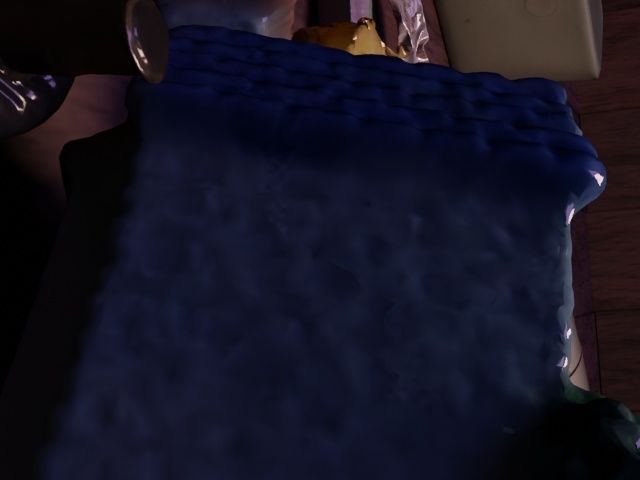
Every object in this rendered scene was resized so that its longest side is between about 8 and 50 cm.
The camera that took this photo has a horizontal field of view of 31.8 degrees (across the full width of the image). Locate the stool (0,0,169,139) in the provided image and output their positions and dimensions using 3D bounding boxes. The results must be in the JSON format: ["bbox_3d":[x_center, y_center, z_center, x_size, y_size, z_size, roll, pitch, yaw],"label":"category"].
[{"bbox_3d":[-0.122,-0.085,0.373,0.153,0.139,0.227,-36,116,-66],"label":"stool"}]

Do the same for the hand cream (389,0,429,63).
[{"bbox_3d":[0.071,-0.224,1.098,0.084,0.050,0.256,-34,114,-65],"label":"hand cream"}]

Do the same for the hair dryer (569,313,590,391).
[{"bbox_3d":[0.280,0.066,1.542,0.362,0.128,0.203,-86,160,-46],"label":"hair dryer"}]

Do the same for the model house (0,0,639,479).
[{"bbox_3d":[0.000,0.037,0.495,0.295,0.252,0.329,95,-4,-59],"label":"model house"}]

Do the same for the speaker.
[{"bbox_3d":[0.223,-0.382,1.355,0.183,0.184,0.406,-74,152,-46],"label":"speaker"}]

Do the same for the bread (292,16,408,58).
[{"bbox_3d":[0.002,0.002,0.711,0.160,0.147,0.260,-58,136,-46],"label":"bread"}]

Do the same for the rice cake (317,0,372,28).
[{"bbox_3d":[0.019,-0.162,0.923,0.081,0.051,0.290,44,42,-75],"label":"rice cake"}]
